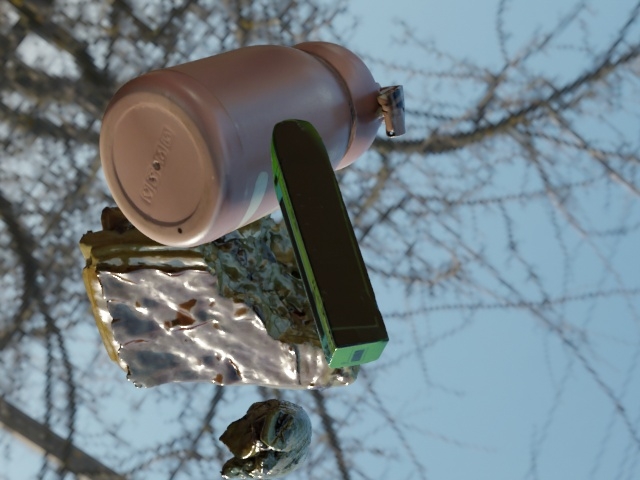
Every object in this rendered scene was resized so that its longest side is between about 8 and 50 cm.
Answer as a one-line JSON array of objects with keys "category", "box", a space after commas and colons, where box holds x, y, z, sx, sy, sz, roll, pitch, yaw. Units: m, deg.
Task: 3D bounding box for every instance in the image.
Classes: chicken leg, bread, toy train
[{"category": "chicken leg", "box": [-0.045, 0.171, 1.223, 0.093, 0.070, 0.178, -34, 175, -12]}, {"category": "bread", "box": [-0.125, 0.059, 2.001, 0.191, 0.370, 0.314, -85, 172, -48]}, {"category": "toy train", "box": [0.000, 0.000, 1.129, 0.042, 0.044, 0.209, 111, -32, -55]}]

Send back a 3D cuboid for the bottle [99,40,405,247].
[{"category": "bottle", "box": [-0.052, -0.109, 1.455, 0.206, 0.173, 0.297, 4, -162, 38]}]
